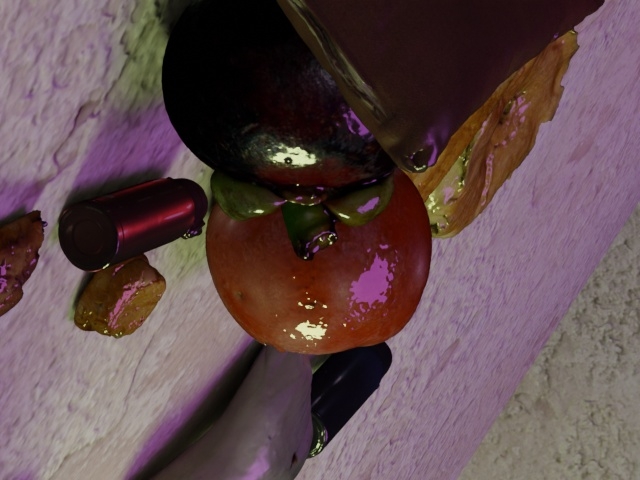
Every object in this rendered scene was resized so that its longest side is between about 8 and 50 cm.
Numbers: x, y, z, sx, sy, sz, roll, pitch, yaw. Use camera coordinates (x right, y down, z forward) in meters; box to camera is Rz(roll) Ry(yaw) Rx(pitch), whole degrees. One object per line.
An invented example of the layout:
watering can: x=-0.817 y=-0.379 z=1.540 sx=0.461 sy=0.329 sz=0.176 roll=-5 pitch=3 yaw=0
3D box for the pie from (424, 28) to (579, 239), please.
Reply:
pie: x=0.204 y=-0.150 z=2.283 sx=0.339 sy=0.083 sz=0.339 roll=-48 pitch=161 yaw=-23

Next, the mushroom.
mushroom: x=-0.116 y=0.244 z=2.052 sx=0.328 sy=0.122 sz=0.159 roll=-44 pitch=123 yaw=-42

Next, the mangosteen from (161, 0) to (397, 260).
mangosteen: x=-0.005 y=-0.113 z=1.453 sx=0.216 sy=0.216 sz=0.216 roll=-51 pitch=163 yaw=-23

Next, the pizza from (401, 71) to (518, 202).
pizza: x=0.097 y=-0.136 z=1.990 sx=0.258 sy=0.087 sz=0.268 roll=-57 pitch=164 yaw=12

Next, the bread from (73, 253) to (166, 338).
bread: x=-0.168 y=0.045 z=1.606 sx=0.081 sy=0.046 sz=0.083 roll=-34 pitch=154 yaw=-43

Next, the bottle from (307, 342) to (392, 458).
bottle: x=0.021 y=0.187 z=2.348 sx=0.244 sy=0.072 sz=0.082 roll=-44 pitch=125 yaw=-58

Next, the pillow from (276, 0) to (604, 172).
pillow: x=0.046 y=-0.231 z=1.337 sx=0.108 sy=0.308 sz=0.305 roll=-33 pitch=-173 yaw=42

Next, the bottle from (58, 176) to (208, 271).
bottle: x=-0.144 y=-0.016 z=1.539 sx=0.164 sy=0.060 sz=0.060 roll=-25 pitch=144 yaw=-63

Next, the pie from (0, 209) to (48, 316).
pie: x=-0.249 y=0.032 z=1.363 sx=0.170 sy=0.034 sz=0.092 roll=-33 pitch=147 yaw=-57

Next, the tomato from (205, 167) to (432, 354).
tomato: x=0.000 y=0.000 z=1.741 sx=0.208 sy=0.208 sz=0.184 roll=-33 pitch=135 yaw=-56
